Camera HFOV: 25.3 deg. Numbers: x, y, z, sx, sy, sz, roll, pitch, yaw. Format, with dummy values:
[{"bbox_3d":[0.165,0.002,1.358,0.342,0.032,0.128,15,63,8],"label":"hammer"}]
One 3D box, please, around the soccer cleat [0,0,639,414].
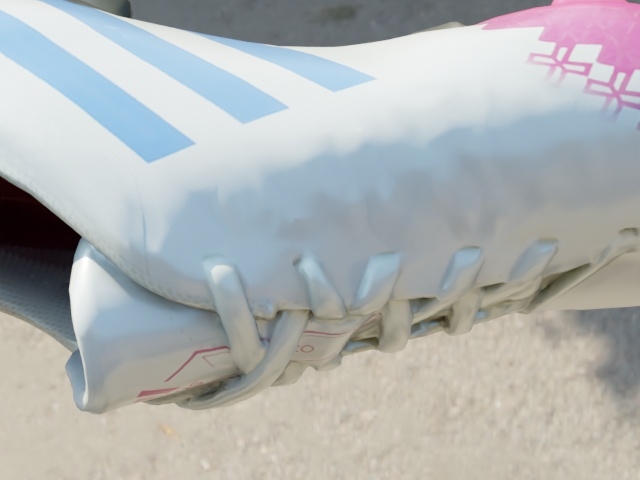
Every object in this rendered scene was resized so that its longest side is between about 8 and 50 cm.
[{"bbox_3d":[0.000,0.000,0.428,0.331,0.116,0.143,4,47,4],"label":"soccer cleat"}]
